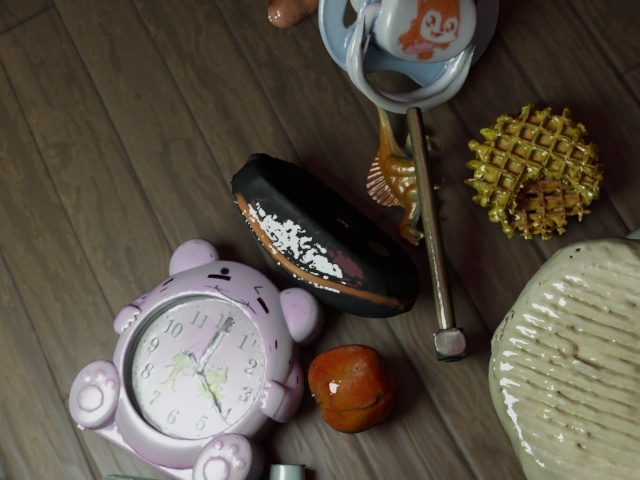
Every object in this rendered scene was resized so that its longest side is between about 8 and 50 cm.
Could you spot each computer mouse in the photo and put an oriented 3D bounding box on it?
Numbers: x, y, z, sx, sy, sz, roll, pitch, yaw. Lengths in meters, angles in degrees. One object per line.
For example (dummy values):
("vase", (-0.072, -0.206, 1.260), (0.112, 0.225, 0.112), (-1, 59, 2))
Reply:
("computer mouse", (-0.002, 0.004, 1.448), (0.323, 0.183, 0.116), (41, 109, 21))

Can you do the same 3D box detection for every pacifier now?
("pacifier", (0.112, -0.342, 1.539), (0.233, 0.299, 0.244), (53, 131, 53))

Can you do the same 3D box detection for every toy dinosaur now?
("toy dinosaur", (0.116, -0.103, 1.534), (0.212, 0.057, 0.142), (43, 100, 28))

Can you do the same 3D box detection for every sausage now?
("sausage", (0.035, -0.439, 1.627), (0.304, 0.078, 0.078), (-40, 72, -5))

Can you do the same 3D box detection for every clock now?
("clock", (-0.164, 0.178, 1.457), (0.295, 0.113, 0.322), (26, 79, 16))

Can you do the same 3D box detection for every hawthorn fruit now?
("hawthorn fruit", (0.044, 0.201, 1.414), (0.128, 0.128, 0.128), (-3, 73, 9))

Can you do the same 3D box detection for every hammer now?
("hammer", (0.160, -0.011, 1.440), (0.043, 0.111, 0.365), (-9, 79, 7))

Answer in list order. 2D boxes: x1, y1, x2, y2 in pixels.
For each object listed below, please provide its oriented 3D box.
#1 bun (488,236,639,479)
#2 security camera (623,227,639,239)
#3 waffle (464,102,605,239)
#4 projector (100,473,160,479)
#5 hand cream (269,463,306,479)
("bun", (0.388, 0.184, 1.308), (0.360, 0.211, 0.359), (-5, 76, 18))
("security camera", (0.539, 0.075, 1.392), (0.301, 0.080, 0.157), (26, 80, 18))
("waffle", (0.312, -0.102, 1.482), (0.193, 0.070, 0.197), (-38, 71, -4))
("projector", (-0.180, 0.415, 1.338), (0.257, 0.099, 0.192), (1, 109, 23))
("hand cream", (-0.049, 0.470, 1.378), (0.085, 0.058, 0.331), (-1, 74, 8))
